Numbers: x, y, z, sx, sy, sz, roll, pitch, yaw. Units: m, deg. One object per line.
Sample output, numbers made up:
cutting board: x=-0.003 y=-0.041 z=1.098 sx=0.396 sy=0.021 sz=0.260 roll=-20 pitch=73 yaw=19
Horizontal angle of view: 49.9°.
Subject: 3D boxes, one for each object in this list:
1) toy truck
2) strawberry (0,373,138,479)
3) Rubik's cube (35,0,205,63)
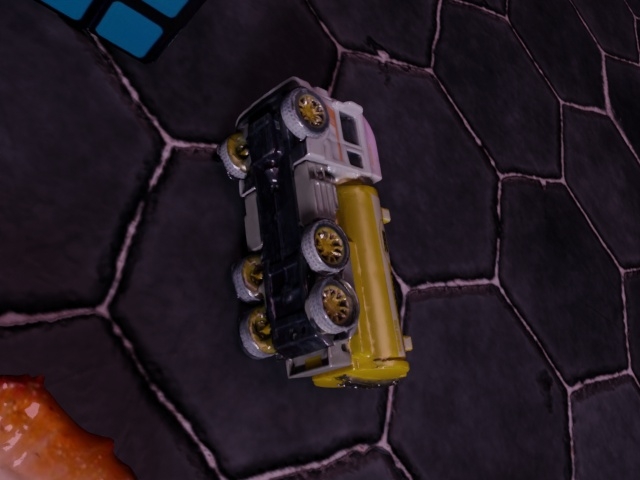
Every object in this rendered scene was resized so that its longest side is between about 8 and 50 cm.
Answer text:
toy truck: x=0.000 y=0.000 z=0.521 sx=0.114 sy=0.098 sz=0.227 roll=8 pitch=66 yaw=-43
strawberry: x=-0.150 y=0.145 z=0.329 sx=0.187 sy=0.082 sz=0.147 roll=41 pitch=53 yaw=-27
Rubik's cube: x=-0.137 y=-0.257 z=0.483 sx=0.160 sy=0.162 sz=0.163 roll=28 pitch=54 yaw=-28
